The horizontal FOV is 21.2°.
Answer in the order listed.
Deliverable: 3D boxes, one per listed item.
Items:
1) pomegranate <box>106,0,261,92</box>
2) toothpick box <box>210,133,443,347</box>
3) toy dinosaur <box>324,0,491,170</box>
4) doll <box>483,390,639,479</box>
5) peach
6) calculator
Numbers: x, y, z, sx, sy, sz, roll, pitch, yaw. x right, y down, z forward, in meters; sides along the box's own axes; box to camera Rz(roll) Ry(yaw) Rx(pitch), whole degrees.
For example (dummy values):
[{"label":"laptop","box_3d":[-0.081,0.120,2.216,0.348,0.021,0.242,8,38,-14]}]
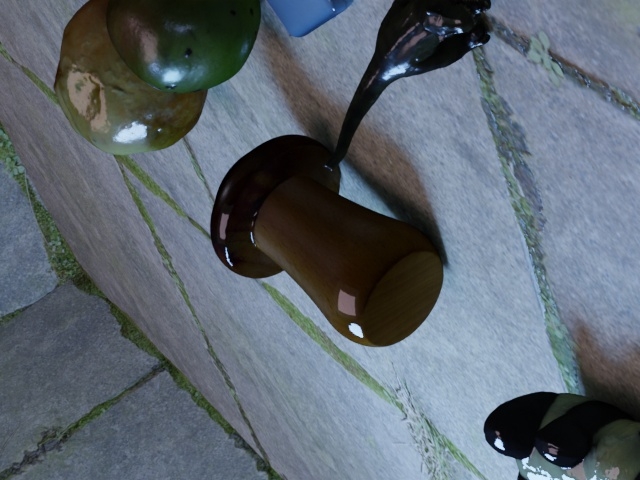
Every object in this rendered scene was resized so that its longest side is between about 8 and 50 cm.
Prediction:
[{"label":"pomegranate","box_3d":[-0.151,-0.277,1.952,0.181,0.181,0.224,49,148,21]},{"label":"toothpick box","box_3d":[0.000,0.000,2.048,0.294,0.192,0.192,37,158,37]},{"label":"toy dinosaur","box_3d":[0.063,-0.166,1.480,0.087,0.179,0.187,52,163,9]},{"label":"doll","box_3d":[0.278,0.228,1.777,0.234,0.135,0.143,12,129,63]},{"label":"peach","box_3d":[-0.259,-0.237,2.340,0.214,0.214,0.235,36,139,51]},{"label":"calculator","box_3d":[-0.026,-0.278,1.788,0.121,0.039,0.210,54,165,-6]}]
